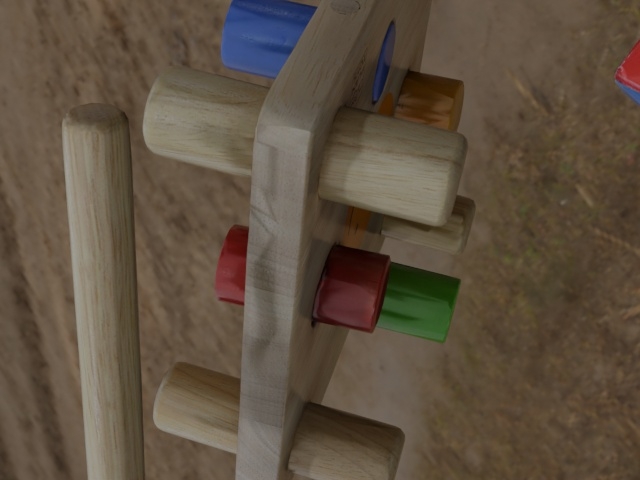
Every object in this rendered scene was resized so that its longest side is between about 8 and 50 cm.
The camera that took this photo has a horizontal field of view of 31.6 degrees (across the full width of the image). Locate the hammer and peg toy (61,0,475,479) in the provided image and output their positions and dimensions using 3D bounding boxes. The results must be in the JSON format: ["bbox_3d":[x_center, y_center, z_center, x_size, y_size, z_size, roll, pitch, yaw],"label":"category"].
[{"bbox_3d":[0.000,0.000,0.515,0.127,0.361,0.266,15,133,9],"label":"hammer and peg toy"}]

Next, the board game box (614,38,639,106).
[{"bbox_3d":[0.264,-0.092,0.240,0.086,0.302,0.308,32,-172,-31],"label":"board game box"}]
